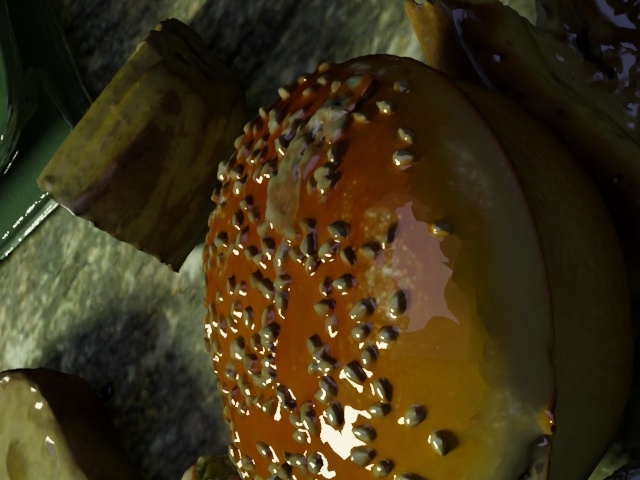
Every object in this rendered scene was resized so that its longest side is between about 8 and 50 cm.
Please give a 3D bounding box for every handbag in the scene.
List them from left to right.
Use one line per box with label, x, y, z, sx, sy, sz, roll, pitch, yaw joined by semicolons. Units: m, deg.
handbag;-0.269;-0.098;1.006;0.247;0.079;0.260;-42;57;31

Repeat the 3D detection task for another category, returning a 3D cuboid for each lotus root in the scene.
lotus root;-0.179;0.162;0.887;0.260;0.074;0.170;-20;67;39
lotus root;-0.094;-0.048;0.834;0.135;0.095;0.159;-55;11;10

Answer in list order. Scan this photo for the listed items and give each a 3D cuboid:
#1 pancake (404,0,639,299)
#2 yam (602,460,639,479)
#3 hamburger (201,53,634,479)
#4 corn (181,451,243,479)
pancake;0.154;-0.046;0.612;0.257;0.056;0.212;-18;72;41
yam;0.140;0.161;0.586;0.069;0.069;0.147;-19;70;40
hamburger;0.034;0.033;0.622;0.237;0.147;0.237;35;133;49
corn;-0.035;0.238;0.733;0.092;0.092;0.281;3;91;44
